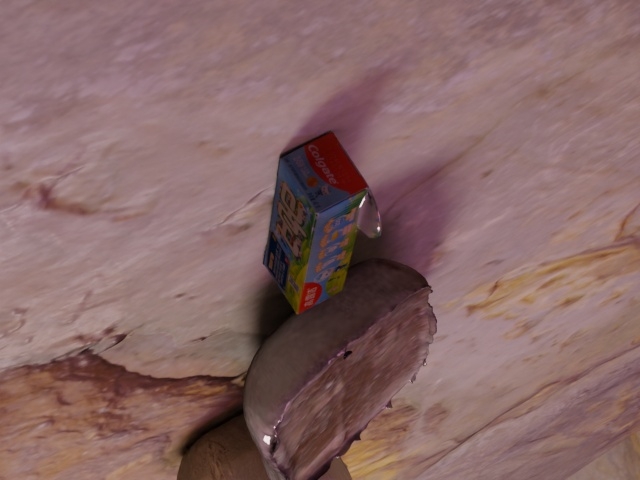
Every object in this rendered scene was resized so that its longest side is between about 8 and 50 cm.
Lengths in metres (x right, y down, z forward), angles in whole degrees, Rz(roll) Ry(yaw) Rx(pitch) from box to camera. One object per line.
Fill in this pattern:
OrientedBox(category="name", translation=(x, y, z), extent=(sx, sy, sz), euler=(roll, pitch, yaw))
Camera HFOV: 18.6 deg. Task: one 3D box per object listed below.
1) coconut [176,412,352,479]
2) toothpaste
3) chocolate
OrientedBox(category="coconut", translation=(-0.049, 0.248, 1.829), extent=(0.161, 0.162, 0.161), euler=(-29, 162, -10))
OrientedBox(category="toothpaste", translation=(0.000, 0.000, 1.387), extent=(0.044, 0.070, 0.193), euler=(-28, 162, -15))
OrientedBox(category="chocolate", translation=(0.005, 0.108, 1.644), extent=(0.185, 0.100, 0.303), euler=(-39, 167, -11))
